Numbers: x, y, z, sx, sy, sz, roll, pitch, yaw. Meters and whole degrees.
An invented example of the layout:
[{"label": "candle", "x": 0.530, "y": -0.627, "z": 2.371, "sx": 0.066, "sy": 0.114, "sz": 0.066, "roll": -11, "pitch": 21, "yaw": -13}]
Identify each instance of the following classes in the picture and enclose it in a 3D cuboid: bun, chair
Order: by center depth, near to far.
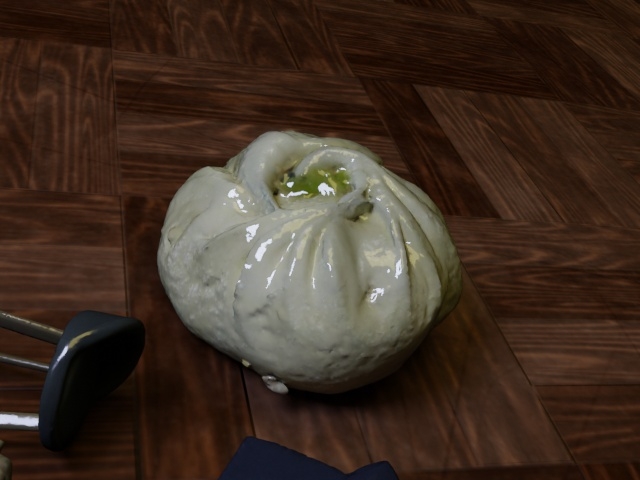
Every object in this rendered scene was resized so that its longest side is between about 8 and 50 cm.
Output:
[{"label": "chair", "x": -0.232, "y": 0.080, "z": 0.525, "sx": 0.221, "sy": 0.104, "sz": 0.095, "roll": 8, "pitch": 60, "yaw": -3}, {"label": "bun", "x": 0.000, "y": 0.000, "z": 0.665, "sx": 0.259, "sy": 0.160, "sz": 0.259, "roll": 12, "pitch": 32, "yaw": -8}]

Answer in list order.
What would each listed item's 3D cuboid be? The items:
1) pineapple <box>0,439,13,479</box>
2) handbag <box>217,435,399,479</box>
[{"label": "pineapple", "x": -0.220, "y": 0.139, "z": 0.382, "sx": 0.166, "sy": 0.166, "sz": 0.193, "roll": -17, "pitch": 43, "yaw": -38}, {"label": "handbag", "x": 0.040, "y": 0.259, "z": 0.344, "sx": 0.303, "sy": 0.122, "sz": 0.329, "roll": 21, "pitch": 35, "yaw": 10}]
